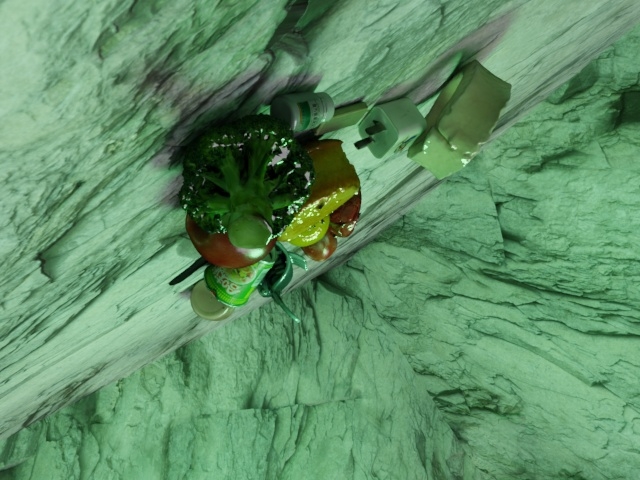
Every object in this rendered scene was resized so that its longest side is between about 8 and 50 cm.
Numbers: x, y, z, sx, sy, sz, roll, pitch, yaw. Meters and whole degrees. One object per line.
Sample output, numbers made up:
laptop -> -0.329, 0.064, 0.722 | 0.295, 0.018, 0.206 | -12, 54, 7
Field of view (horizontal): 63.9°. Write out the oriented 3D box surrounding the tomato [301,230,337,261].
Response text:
tomato -> 0.000, 0.000, 2.345 | 0.187, 0.187, 0.152 | -27, 147, -31

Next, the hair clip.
hair clip -> -0.190, 0.151, 2.181 | 0.239, 0.391, 0.318 | -58, 173, -9

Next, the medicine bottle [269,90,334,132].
medicine bottle -> -0.036, -0.275, 1.091 | 0.130, 0.080, 0.080 | -23, 167, -41

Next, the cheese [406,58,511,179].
cheese -> 0.407, -0.355, 1.541 | 0.333, 0.153, 0.292 | -60, -174, 2

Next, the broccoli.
broccoli -> -0.150, -0.095, 1.031 | 0.297, 0.298, 0.298 | -2, 133, -2

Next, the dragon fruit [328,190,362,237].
dragon fruit -> 0.042, -0.123, 1.864 | 0.148, 0.219, 0.223 | 6, 165, -22

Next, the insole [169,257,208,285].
insole -> -0.415, 0.073, 1.831 | 0.322, 0.007, 0.109 | -35, 169, 16

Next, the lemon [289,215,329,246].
lemon -> -0.061, -0.072, 1.741 | 0.186, 0.187, 0.244 | -32, -158, -6

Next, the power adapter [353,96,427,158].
power adapter -> 0.182, -0.314, 1.470 | 0.204, 0.125, 0.130 | -27, 170, -35

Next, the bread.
bread -> -0.069, -0.127, 1.383 | 0.340, 0.195, 0.179 | -36, 170, 26

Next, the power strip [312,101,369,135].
power strip -> 0.056, -0.318, 1.334 | 0.168, 0.028, 0.076 | -24, 167, -34

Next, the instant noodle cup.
instant noodle cup -> -0.280, 0.098, 1.874 | 0.232, 0.207, 0.207 | -44, 166, 26

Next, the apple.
apple -> -0.215, -0.040, 1.269 | 0.201, 0.218, 0.218 | -6, 154, -49

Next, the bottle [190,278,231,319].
bottle -> -0.426, 0.249, 2.185 | 0.206, 0.173, 0.297 | -37, 171, -9
